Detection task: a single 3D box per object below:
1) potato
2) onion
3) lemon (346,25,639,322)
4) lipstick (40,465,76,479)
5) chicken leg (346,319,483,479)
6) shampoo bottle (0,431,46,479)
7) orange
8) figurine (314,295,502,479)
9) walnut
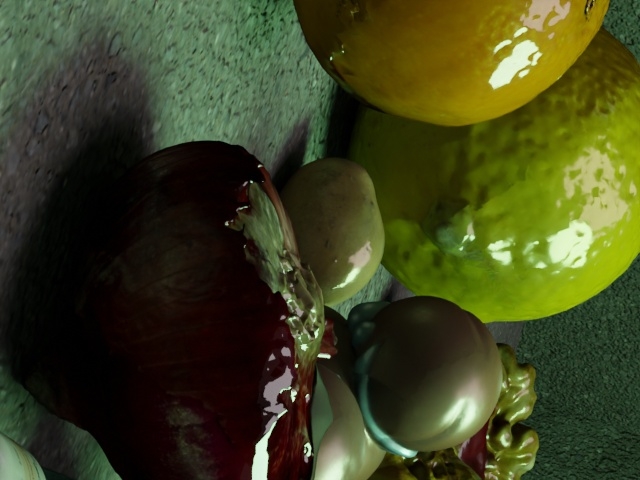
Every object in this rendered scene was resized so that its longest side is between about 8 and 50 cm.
[{"bbox_3d":[0.000,-0.003,1.546,0.112,0.112,0.147,77,29,-68],"label":"potato"},{"bbox_3d":[-0.091,0.073,1.144,0.272,0.195,0.272,-6,90,-85],"label":"onion"},{"bbox_3d":[0.180,-0.078,1.713,0.336,0.336,0.336,21,90,-77],"label":"lemon"},{"bbox_3d":[-0.175,0.258,1.300,0.317,0.068,0.066,87,26,-61],"label":"lipstick"},{"bbox_3d":[0.035,0.233,1.815,0.409,0.182,0.295,151,-72,-67],"label":"chicken leg"},{"bbox_3d":[-0.193,0.152,1.042,0.192,0.074,0.074,69,44,-71],"label":"shampoo bottle"},{"bbox_3d":[0.091,-0.207,1.313,0.246,0.246,0.246,21,90,-77],"label":"orange"},{"bbox_3d":[-0.031,0.210,1.491,0.276,0.248,0.388,-22,134,-40],"label":"figurine"},{"bbox_3d":[0.151,0.217,2.206,0.222,0.244,0.269,-15,120,-74],"label":"walnut"}]
